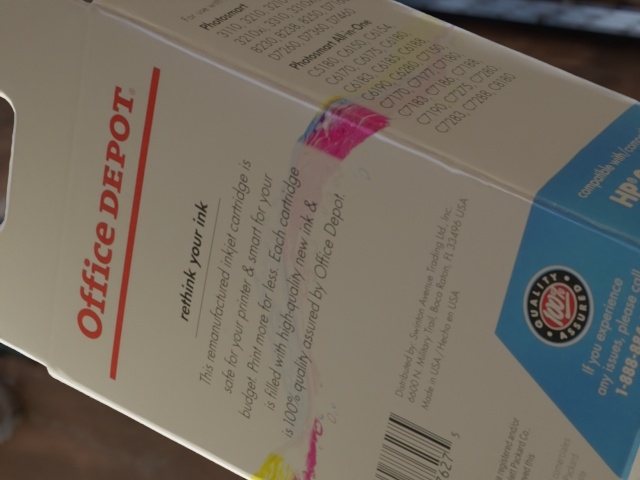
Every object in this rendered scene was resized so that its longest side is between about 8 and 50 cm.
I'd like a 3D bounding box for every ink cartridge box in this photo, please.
[{"bbox_3d":[0.000,0.000,0.430,0.061,0.181,0.104,-38,-32,-51],"label":"ink cartridge box"}]
